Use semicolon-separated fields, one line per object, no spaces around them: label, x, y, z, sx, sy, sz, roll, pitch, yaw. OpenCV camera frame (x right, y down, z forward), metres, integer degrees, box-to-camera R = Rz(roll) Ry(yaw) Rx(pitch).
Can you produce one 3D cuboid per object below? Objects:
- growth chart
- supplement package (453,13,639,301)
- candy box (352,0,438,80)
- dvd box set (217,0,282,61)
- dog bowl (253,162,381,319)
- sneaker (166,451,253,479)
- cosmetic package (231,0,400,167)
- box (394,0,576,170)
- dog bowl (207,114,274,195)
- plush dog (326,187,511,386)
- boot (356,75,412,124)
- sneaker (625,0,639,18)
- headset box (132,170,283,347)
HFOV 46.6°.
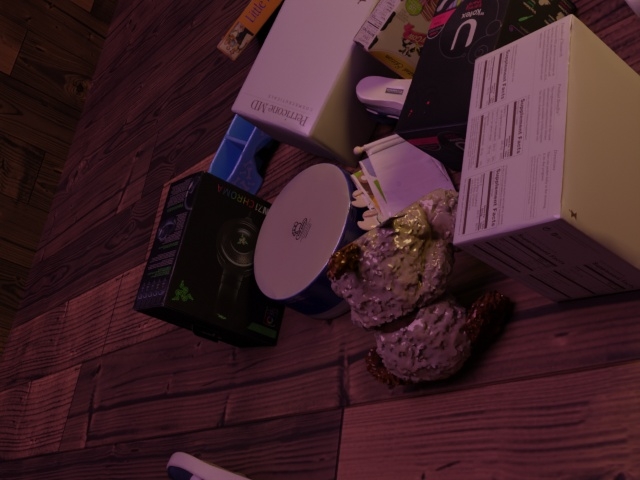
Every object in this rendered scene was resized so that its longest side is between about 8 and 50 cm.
growth chart;0.130;-0.096;1.203;0.172;0.021;0.237;-15;49;5
supplement package;0.291;-0.088;0.887;0.145;0.204;0.261;-17;55;49
candy box;0.189;-0.392;1.279;0.233;0.159;0.071;-54;34;15
dvd box set;-0.086;-0.656;1.839;0.420;0.062;0.307;-45;16;26
dog bowl;0.000;0.000;1.317;0.265;0.104;0.264;-33;44;38
sneaker;-0.166;0.449;1.210;0.350;0.131;0.148;-3;61;53
cosmetic package;0.044;-0.395;1.427;0.230;0.161;0.453;25;89;39
box;0.248;-0.257;1.119;0.165;0.143;0.270;1;69;55
dog bowl;-0.169;-0.219;1.729;0.166;0.074;0.297;27;90;57
plush dog;0.121;0.086;1.013;0.262;0.211;0.225;-34;88;32
boot;0.159;-0.237;1.307;0.190;0.086;0.069;20;75;29
sneaker;0.448;-0.438;1.016;0.147;0.105;0.295;-36;48;32
headset box;-0.191;0.052;1.412;0.131;0.246;0.282;-13;57;51
